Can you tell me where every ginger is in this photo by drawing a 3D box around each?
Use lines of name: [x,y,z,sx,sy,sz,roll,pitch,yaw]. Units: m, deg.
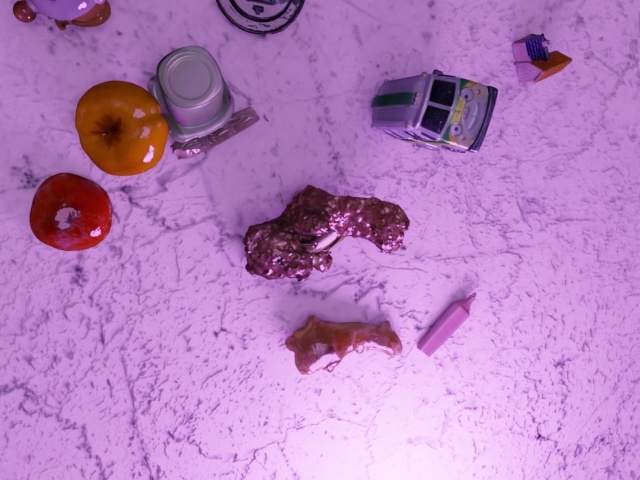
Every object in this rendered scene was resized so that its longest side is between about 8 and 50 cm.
ginger: [0.063,0.241,1.354,0.294,0.086,0.131,6,78,-23]

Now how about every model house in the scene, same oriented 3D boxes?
model house: [0.500,-0.416,1.337,0.087,0.100,0.101,-24,107,-11]

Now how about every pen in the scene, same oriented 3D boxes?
pen: [0.313,0.200,1.448,0.197,0.032,0.053,-47,110,-1]

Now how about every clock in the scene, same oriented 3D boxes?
clock: [-0.119,-0.495,1.158,0.184,0.040,0.184,-3,102,-17]

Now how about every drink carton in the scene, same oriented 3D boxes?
drink carton: [-0.235,-0.280,1.098,0.144,0.142,0.146,-27,91,-11]

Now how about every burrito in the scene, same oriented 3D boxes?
burrito: [-0.210,-0.214,1.190,0.185,0.041,0.045,-30,118,-7]

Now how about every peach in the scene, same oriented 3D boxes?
peach: [-0.364,-0.207,1.096,0.179,0.103,0.179,5,108,15]

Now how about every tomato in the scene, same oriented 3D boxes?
tomato: [-0.472,-0.046,1.128,0.155,0.069,0.156,-4,103,-17]

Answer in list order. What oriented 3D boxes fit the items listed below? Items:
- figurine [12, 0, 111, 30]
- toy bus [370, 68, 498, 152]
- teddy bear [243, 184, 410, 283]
figurine: [-0.474,-0.489,1.006,0.194,0.133,0.274,-33,99,-9]
toy bus: [0.214,-0.257,1.191,0.164,0.276,0.134,14,96,-16]
teddy bear: [0.008,0.005,1.209,0.296,0.246,0.222,21,75,8]
